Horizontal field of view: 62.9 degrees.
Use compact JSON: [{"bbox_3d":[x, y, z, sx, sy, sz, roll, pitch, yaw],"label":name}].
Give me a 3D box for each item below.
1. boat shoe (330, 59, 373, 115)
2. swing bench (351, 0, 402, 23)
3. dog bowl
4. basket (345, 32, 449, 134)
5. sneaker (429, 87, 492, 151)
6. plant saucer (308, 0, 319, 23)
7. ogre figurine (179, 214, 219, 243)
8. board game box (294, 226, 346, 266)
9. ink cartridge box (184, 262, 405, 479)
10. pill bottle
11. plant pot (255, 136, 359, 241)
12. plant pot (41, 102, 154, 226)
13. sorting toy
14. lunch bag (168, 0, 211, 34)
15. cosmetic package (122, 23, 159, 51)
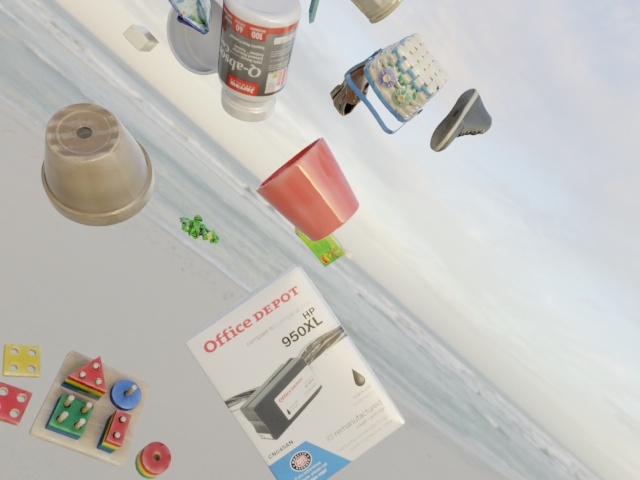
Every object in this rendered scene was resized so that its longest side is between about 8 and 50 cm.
[{"bbox_3d":[0.134,-0.549,1.899,0.307,0.110,0.104,153,-81,-72],"label":"boat shoe"},{"bbox_3d":[0.168,-1.027,2.099,0.253,0.165,0.255,35,30,-31],"label":"swing bench"},{"bbox_3d":[-0.388,-0.707,1.792,0.265,0.265,0.104,41,30,4],"label":"dog bowl"},{"bbox_3d":[0.232,-0.496,1.661,0.255,0.201,0.289,48,-31,-9],"label":"basket"},{"bbox_3d":[0.409,-0.314,1.488,0.118,0.222,0.083,42,-12,-25],"label":"sneaker"},{"bbox_3d":[-0.009,-0.778,1.640,0.018,0.067,0.192,5,-31,-13],"label":"plant saucer"},{"bbox_3d":[-0.538,-0.051,2.269,0.197,0.097,0.118,0,33,-43],"label":"ogre figurine"},{"bbox_3d":[0.000,0.000,1.819,0.181,0.092,0.043,50,16,-28],"label":"board game box"},{"bbox_3d":[-0.055,0.286,1.119,0.395,0.285,0.166,56,-4,0],"label":"ink cartridge box"},{"bbox_3d":[-0.188,-0.536,1.516,0.210,0.210,0.363,41,-36,16],"label":"pill bottle"},{"bbox_3d":[-0.024,-0.148,1.636,0.243,0.275,0.275,50,-2,-13],"label":"plant pot"},{"bbox_3d":[-0.658,-0.239,1.521,0.323,0.323,0.280,41,-25,4],"label":"plant pot"},{"bbox_3d":[-0.322,0.226,0.742,0.274,0.046,0.132,33,34,-23],"label":"sorting toy"},{"bbox_3d":[-0.352,-0.652,1.431,0.151,0.096,0.129,51,22,-38],"label":"lunch bag"},{"bbox_3d":[-0.484,-0.546,1.415,0.060,0.041,0.115,47,11,-15],"label":"cosmetic package"}]
